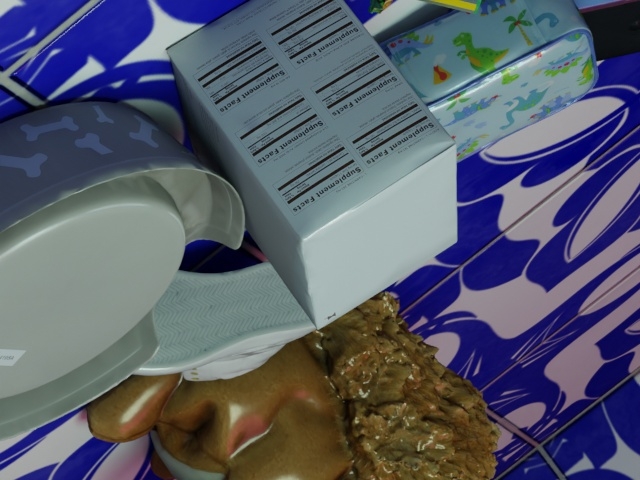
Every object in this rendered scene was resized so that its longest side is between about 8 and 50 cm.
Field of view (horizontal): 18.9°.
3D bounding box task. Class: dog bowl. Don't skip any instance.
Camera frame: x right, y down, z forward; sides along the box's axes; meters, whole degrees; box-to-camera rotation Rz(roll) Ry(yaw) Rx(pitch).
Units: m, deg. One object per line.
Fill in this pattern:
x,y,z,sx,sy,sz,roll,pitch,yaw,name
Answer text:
-0.234,0.027,1.570,0.349,0.102,0.349,-29,155,-15,dog bowl

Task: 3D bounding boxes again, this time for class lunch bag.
0.142,-0.146,1.770,0.219,0.090,0.176,-27,158,3,lunch bag

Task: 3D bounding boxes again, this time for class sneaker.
-0.142,0.094,1.848,0.293,0.108,0.169,-5,160,-29,sneaker

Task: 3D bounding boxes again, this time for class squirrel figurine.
0.013,0.261,2.060,0.397,0.370,0.281,-33,158,-8,squirrel figurine

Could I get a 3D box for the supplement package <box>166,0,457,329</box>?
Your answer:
-0.003,-0.074,1.586,0.149,0.203,0.194,-32,158,-10,supplement package

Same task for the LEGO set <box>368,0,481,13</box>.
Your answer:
0.041,-0.312,1.159,0.255,0.192,0.331,98,6,-87,LEGO set

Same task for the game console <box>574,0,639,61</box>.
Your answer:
0.354,-0.292,1.763,0.342,0.060,0.386,-17,155,-6,game console
